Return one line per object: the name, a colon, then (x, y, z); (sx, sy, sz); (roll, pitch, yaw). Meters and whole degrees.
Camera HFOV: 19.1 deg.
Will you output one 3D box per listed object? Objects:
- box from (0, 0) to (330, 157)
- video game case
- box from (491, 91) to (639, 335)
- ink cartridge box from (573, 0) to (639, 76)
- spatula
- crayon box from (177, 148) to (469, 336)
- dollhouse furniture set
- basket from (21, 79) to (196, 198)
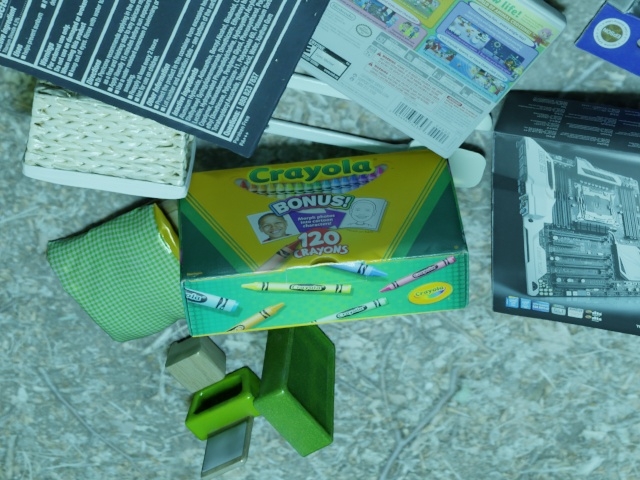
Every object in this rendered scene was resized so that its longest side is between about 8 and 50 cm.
box: (-0.138, -0.277, 1.707); (0.294, 0.182, 0.296); (20, 127, -13)
video game case: (0.096, -0.200, 1.844); (0.212, 0.023, 0.193); (31, 122, -17)
box: (0.328, -0.014, 1.917); (0.307, 0.076, 0.242); (10, 133, 15)
ink cartridge box: (0.406, -0.263, 1.756); (0.176, 0.069, 0.371); (23, 131, -15)
spatula: (0.060, -0.137, 1.918); (0.242, 0.019, 0.168); (10, 131, -4)
crayon box: (0.000, 0.000, 1.897); (0.278, 0.165, 0.081); (-6, 131, -1)
dollhouse furniture set: (-0.146, 0.112, 2.061); (0.197, 0.151, 0.301); (-26, 123, 24)
basket: (-0.205, -0.121, 1.896); (0.167, 0.113, 0.103); (9, 127, -3)
